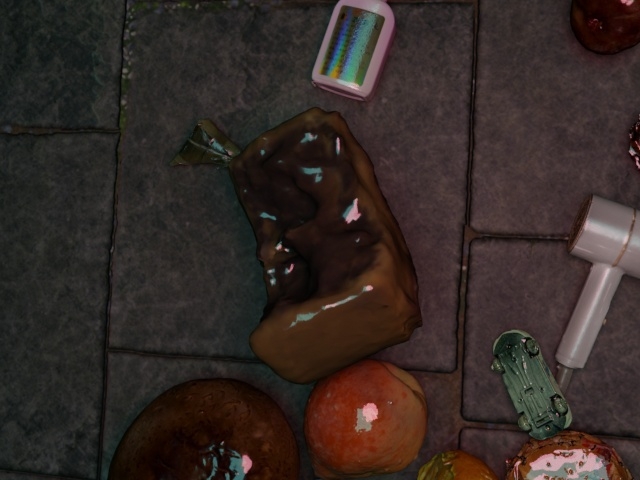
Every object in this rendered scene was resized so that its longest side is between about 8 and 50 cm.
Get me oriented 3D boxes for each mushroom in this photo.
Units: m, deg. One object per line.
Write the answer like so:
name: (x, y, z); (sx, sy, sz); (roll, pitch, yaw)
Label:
mushroom: (-0.203, 0.396, 1.284); (0.344, 0.239, 0.345); (3, 67, -8)

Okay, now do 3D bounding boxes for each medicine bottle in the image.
medicine bottle: (0.071, -0.367, 1.334); (0.115, 0.078, 0.219); (19, 91, 13)

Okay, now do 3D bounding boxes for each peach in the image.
peach: (0.068, 0.306, 1.234); (0.232, 0.232, 0.233); (-1, 87, 10)

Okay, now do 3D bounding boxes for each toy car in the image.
toy car: (0.355, 0.235, 1.246); (0.093, 0.058, 0.186); (-42, 56, 35)

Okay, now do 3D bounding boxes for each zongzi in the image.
zongzi: (-0.212, -0.151, 1.393); (0.109, 0.055, 0.119); (42, 107, 8)

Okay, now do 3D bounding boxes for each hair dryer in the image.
hair dryer: (0.462, 0.117, 1.243); (0.173, 0.107, 0.358); (22, 100, 11)

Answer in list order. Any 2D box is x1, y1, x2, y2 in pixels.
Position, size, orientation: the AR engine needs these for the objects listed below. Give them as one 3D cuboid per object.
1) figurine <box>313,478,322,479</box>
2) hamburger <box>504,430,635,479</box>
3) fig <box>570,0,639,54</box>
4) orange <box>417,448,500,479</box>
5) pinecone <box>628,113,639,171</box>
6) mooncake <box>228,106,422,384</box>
figurine: (0.004, 0.532, 1.242); (0.180, 0.154, 0.262); (33, 76, 38)
hamburger: (0.413, 0.425, 1.222); (0.230, 0.107, 0.231); (-2, 82, 16)
fig: (0.505, -0.446, 1.232); (0.145, 0.170, 0.274); (21, 72, 15)
orange: (0.211, 0.509, 1.171); (0.196, 0.262, 0.335); (25, 98, 1)
pinecone: (0.571, -0.161, 1.211); (0.140, 0.120, 0.140); (0, 91, 18)
mooncake: (0.000, 0.000, 1.171); (0.246, 0.393, 0.394); (-23, 95, 10)
